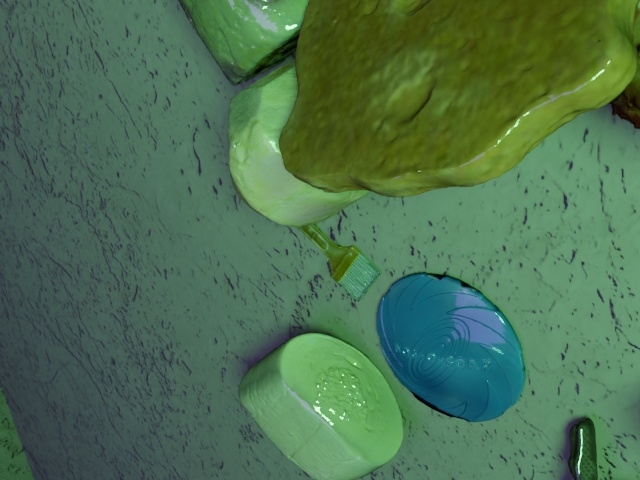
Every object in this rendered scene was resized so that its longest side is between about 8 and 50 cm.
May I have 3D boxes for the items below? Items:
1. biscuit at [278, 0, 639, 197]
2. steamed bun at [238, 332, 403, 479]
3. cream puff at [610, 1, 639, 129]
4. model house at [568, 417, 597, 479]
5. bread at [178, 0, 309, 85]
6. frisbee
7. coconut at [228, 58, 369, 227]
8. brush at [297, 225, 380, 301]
[{"bbox_3d":[0.129,-0.211,0.705,0.385,0.062,0.365,-9,62,40],"label":"biscuit"},{"bbox_3d":[0.005,0.266,1.174,0.250,0.155,0.200,46,139,3],"label":"steamed bun"},{"bbox_3d":[0.352,-0.167,0.587,0.240,0.240,0.164,-10,143,45],"label":"cream puff"},{"bbox_3d":[0.411,0.363,0.895,0.205,0.218,0.278,93,177,-80],"label":"model house"},{"bbox_3d":[-0.127,-0.385,0.926,0.187,0.155,0.338,-25,96,51],"label":"bread"},{"bbox_3d":[0.175,0.161,1.042,0.242,0.045,0.242,22,126,34],"label":"frisbee"},{"bbox_3d":[-0.013,-0.126,0.924,0.237,0.237,0.197,-26,95,47],"label":"coconut"},{"bbox_3d":[0.000,0.000,1.132,0.218,0.010,0.082,44,135,14],"label":"brush"}]
